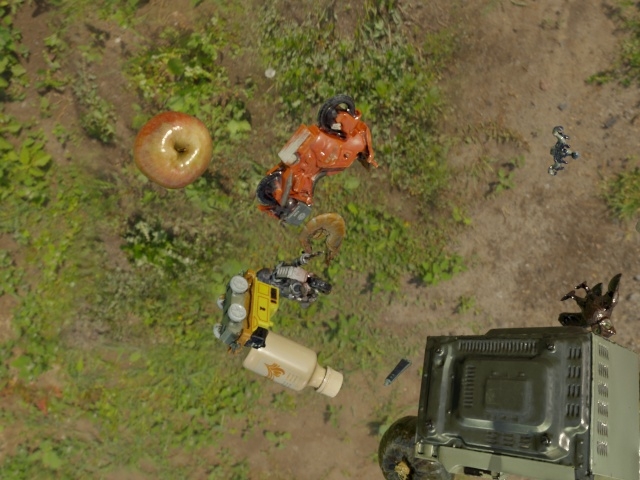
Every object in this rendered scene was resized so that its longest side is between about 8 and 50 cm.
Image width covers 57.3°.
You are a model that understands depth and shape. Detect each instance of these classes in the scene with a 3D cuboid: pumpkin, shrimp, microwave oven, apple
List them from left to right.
[{"bbox_3d":[-0.392,-0.239,1.561,0.210,0.164,0.209,-4,100,-26],"label":"apple"},{"bbox_3d":[0.003,0.006,1.184,0.095,0.045,0.162,-21,143,-22],"label":"shrimp"},{"bbox_3d":[0.250,0.578,1.545,0.157,0.223,0.223,-10,136,-43],"label":"pumpkin"},{"bbox_3d":[0.373,0.309,1.100,0.219,0.286,0.355,23,159,-37],"label":"microwave oven"}]

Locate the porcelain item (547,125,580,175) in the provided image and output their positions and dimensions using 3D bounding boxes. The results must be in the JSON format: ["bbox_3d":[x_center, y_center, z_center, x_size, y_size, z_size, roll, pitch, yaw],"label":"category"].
[{"bbox_3d":[0.628,-0.224,1.503,0.075,0.021,0.136,21,131,38],"label":"porcelain item"}]

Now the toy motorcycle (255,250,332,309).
[{"bbox_3d":[-0.073,0.118,1.768,0.207,0.134,0.401,24,162,-16],"label":"toy motorcycle"}]

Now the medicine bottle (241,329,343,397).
[{"bbox_3d":[-0.066,0.318,1.483,0.252,0.114,0.114,26,121,-10],"label":"medicine bottle"}]

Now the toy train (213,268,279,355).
[{"bbox_3d":[-0.154,0.155,1.259,0.127,0.219,0.089,21,131,-22],"label":"toy train"}]

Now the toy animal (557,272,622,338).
[{"bbox_3d":[0.759,0.192,1.598,0.116,0.179,0.218,14,132,-32],"label":"toy animal"}]

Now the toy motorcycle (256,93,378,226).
[{"bbox_3d":[0.000,-0.172,1.352,0.325,0.147,0.221,-48,137,14],"label":"toy motorcycle"}]

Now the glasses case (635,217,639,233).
[{"bbox_3d":[0.700,0.019,0.966,0.337,0.144,0.076,14,115,-17],"label":"glasses case"}]

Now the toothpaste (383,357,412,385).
[{"bbox_3d":[0.238,0.413,1.832,0.037,0.140,0.021,25,130,30],"label":"toothpaste"}]
